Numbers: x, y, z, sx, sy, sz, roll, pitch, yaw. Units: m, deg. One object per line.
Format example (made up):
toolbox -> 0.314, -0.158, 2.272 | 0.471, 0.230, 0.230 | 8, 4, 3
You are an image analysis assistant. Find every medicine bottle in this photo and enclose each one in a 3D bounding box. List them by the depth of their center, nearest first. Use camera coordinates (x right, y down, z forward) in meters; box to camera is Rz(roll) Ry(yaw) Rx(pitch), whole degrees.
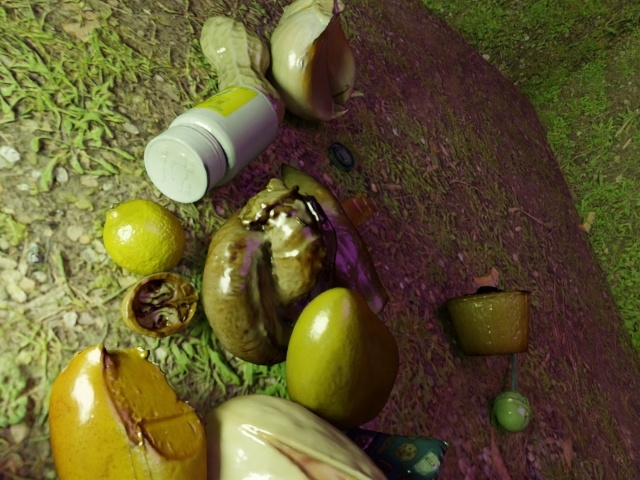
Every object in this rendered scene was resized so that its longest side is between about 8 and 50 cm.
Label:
medicine bottle -> -0.190, -0.180, 0.902 | 0.143, 0.143, 0.258 | 46, 40, -12

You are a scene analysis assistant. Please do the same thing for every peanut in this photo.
peanut -> -0.163, -0.356, 1.066 | 0.120, 0.136, 0.298 | 66, 3, -75

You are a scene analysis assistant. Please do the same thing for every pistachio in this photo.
pistachio -> -0.033, 0.313, 0.640 | 0.299, 0.187, 0.187 | 22, 32, 23

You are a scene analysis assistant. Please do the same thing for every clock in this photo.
clock -> 0.055, -0.216, 1.282 | 0.085, 0.017, 0.085 | 26, 47, -32

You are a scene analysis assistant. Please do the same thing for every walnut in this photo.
walnut -> -0.240, 0.094, 0.723 | 0.121, 0.052, 0.091 | -9, 89, -53

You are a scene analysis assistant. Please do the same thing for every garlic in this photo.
garlic -> -0.015, -0.438, 1.210 | 0.250, 0.313, 0.286 | -14, 58, -4

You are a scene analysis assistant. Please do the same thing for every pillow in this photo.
pillow -> 0.075, 0.383, 0.750 | 0.255, 0.189, 0.034 | -41, 120, -53

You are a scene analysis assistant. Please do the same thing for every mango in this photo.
mango -> -0.220, 0.243, 0.580 | 0.154, 0.126, 0.252 | -20, 80, -43
mango -> 0.032, 0.201, 0.783 | 0.195, 0.142, 0.331 | -53, 148, -11

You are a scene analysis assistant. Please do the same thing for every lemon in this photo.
lemon -> -0.260, -0.005, 0.732 | 0.133, 0.109, 0.109 | 48, 36, -33

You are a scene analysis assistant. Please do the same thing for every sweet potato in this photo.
sweet potato -> 0.000, 0.000, 0.969 | 0.158, 0.158, 0.369 | -22, 83, -51

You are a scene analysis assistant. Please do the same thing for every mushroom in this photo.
mushroom -> -0.075, 0.040, 0.781 | 0.195, 0.283, 0.263 | 34, 36, 28

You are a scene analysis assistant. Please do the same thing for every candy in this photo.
candy -> 0.511, 0.369, 1.308 | 0.093, 0.092, 0.335 | 20, 29, 14

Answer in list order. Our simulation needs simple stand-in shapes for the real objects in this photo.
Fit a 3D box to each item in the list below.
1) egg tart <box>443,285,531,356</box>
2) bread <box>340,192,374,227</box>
egg tart -> 0.423, 0.199, 1.240 | 0.215, 0.215, 0.170 | 5, 75, -44
bread -> 0.074, -0.064, 1.165 | 0.132, 0.053, 0.074 | -30, 87, -50
